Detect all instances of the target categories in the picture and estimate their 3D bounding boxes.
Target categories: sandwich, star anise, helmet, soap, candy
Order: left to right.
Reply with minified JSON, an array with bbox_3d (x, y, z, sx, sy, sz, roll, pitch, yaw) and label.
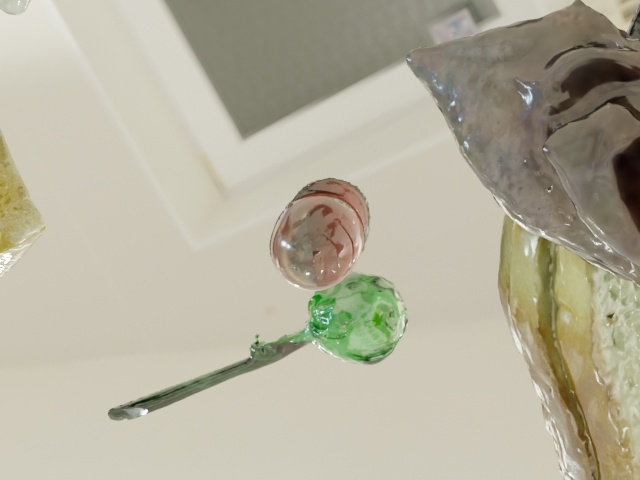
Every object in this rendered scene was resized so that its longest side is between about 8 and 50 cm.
[{"bbox_3d":[-0.401,-0.040,1.661,0.091,0.199,0.315,-26,177,-27],"label":"soap"},{"bbox_3d":[-0.067,0.118,1.550,0.323,0.097,0.097,-22,-165,5],"label":"candy"},{"bbox_3d":[0.001,-0.001,1.069,0.084,0.065,0.049,-61,-174,9],"label":"helmet"},{"bbox_3d":[0.178,-0.018,0.651,0.108,0.315,0.315,-63,-165,3],"label":"star anise"},{"bbox_3d":[0.249,0.039,0.872,0.288,0.254,0.099,-23,-161,-16],"label":"sandwich"}]

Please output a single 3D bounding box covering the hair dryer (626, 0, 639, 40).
[{"bbox_3d":[0.224,-0.197,0.845,0.089,0.251,0.197,24,-171,28],"label":"hair dryer"}]

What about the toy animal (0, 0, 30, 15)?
[{"bbox_3d":[-0.428,-0.210,1.256,0.180,0.363,0.181,4,-102,52],"label":"toy animal"}]
